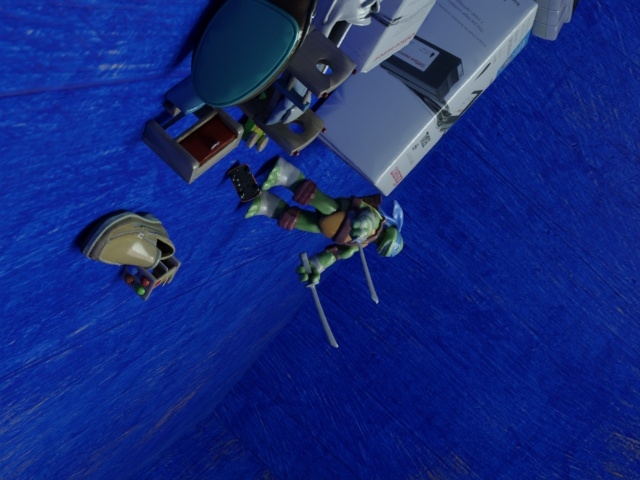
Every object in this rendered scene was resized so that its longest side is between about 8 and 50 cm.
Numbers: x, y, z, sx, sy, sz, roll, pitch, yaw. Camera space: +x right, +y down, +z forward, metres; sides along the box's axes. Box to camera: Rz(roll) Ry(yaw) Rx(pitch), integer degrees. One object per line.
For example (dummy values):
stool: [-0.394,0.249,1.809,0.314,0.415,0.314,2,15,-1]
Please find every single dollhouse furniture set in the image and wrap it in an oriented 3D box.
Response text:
dollhouse furniture set: [-0.077,-0.150,1.126,0.184,0.129,0.129,-43,171,-32]

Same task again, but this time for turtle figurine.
turtle figurine: [0.000,0.000,1.725,0.274,0.266,0.198,-61,-176,-9]

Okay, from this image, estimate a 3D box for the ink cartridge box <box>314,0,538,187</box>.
ink cartridge box: [0.177,-0.278,1.772,0.395,0.166,0.285,-48,173,4]

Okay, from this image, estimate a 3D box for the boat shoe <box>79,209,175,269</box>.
boat shoe: [-0.231,0.005,1.287,0.068,0.072,0.190,-49,172,16]

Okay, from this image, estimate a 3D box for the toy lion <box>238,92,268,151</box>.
toy lion: [-0.078,-0.173,1.409,0.096,0.034,0.100,-56,172,5]

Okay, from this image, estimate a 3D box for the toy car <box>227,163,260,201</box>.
toy car: [-0.089,-0.117,1.547,0.122,0.060,0.040,-41,-155,6]

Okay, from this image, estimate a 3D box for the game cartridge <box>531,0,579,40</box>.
game cartridge: [0.458,-0.546,1.784,0.355,0.068,0.230,-61,155,-27]

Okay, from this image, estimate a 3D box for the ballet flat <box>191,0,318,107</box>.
ballet flat: [-0.036,-0.249,1.008,0.280,0.095,0.096,-52,-177,35]

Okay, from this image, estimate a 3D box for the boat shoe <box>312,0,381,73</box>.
boat shoe: [0.032,-0.288,1.197,0.095,0.084,0.258,-38,168,-52]

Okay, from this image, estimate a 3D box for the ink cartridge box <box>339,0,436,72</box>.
ink cartridge box: [0.104,-0.336,1.371,0.139,0.082,0.190,-40,171,-42]

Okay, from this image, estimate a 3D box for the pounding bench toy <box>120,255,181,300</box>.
pounding bench toy: [-0.255,0.054,1.491,0.065,0.052,0.083,-40,170,-44]
